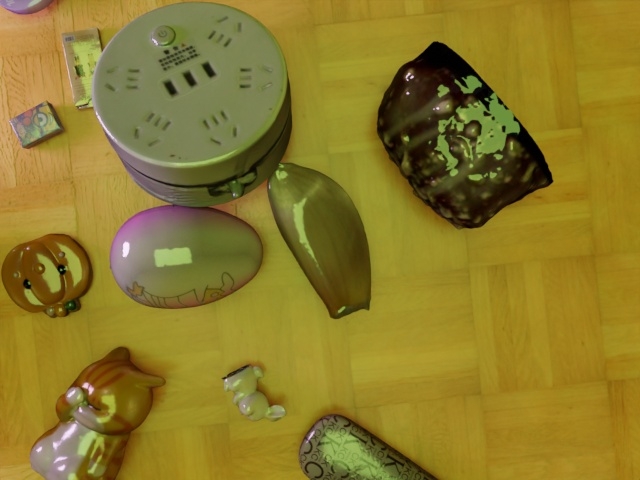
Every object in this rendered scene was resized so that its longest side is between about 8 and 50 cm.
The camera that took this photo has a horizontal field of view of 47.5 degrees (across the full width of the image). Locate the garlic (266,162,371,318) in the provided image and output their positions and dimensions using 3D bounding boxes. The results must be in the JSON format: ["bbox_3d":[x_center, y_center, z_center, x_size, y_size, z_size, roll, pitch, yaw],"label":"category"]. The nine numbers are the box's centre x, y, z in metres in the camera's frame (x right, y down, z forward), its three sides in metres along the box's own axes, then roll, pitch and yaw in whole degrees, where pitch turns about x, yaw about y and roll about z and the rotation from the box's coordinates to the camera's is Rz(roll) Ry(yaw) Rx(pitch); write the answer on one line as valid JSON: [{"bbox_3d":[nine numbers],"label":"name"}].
[{"bbox_3d":[0.007,-0.005,1.363,0.143,0.112,0.318,-26,88,-22],"label":"garlic"}]

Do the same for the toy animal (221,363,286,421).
[{"bbox_3d":[-0.130,0.301,1.386,0.085,0.071,0.124,-25,82,-19],"label":"toy animal"}]

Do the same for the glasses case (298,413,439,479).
[{"bbox_3d":[0.120,0.468,1.384,0.354,0.085,0.137,35,91,-1],"label":"glasses case"}]

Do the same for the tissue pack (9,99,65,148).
[{"bbox_3d":[-0.541,-0.220,1.389,0.083,0.035,0.063,-26,91,1],"label":"tissue pack"}]

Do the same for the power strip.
[{"bbox_3d":[-0.211,-0.231,1.272,0.357,0.161,0.358,0,67,0],"label":"power strip"}]

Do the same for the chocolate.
[{"bbox_3d":[0.236,-0.168,1.317,0.210,0.225,0.340,-41,91,8],"label":"chocolate"}]

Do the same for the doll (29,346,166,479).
[{"bbox_3d":[-0.413,0.345,1.339,0.166,0.162,0.270,28,96,22],"label":"doll"}]

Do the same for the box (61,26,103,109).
[{"bbox_3d":[-0.448,-0.330,1.397,0.073,0.020,0.149,-10,91,-2],"label":"box"}]

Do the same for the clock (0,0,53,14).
[{"bbox_3d":[-0.545,-0.530,1.370,0.172,0.064,0.198,-16,91,-1],"label":"clock"}]

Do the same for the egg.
[{"bbox_3d":[-0.242,0.031,1.322,0.271,0.196,0.197,9,91,-11],"label":"egg"}]

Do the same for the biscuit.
[{"bbox_3d":[-0.520,0.073,1.385,0.170,0.050,0.171,0,91,0],"label":"biscuit"}]
